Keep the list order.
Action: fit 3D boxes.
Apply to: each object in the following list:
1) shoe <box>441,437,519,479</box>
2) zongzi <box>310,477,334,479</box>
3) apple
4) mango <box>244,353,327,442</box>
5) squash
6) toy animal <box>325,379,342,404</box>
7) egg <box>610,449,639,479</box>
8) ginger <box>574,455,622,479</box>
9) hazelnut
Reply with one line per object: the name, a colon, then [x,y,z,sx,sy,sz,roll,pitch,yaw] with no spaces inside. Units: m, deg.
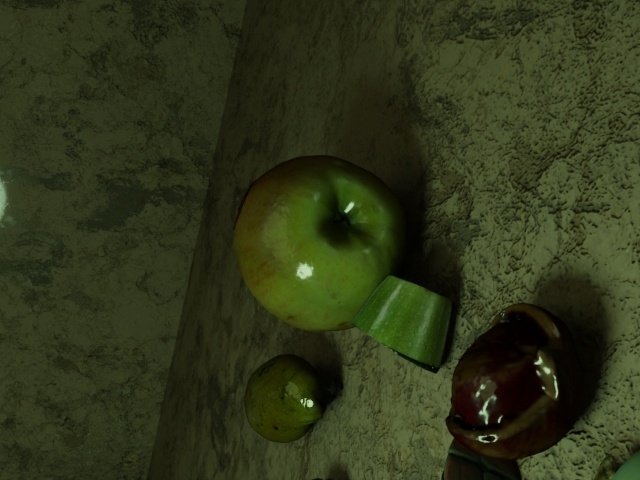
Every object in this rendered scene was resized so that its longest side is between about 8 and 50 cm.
shoe: [0.206,0.420,1.083,0.137,0.114,0.291,101,-177,-71]
zongzi: [-0.079,0.615,1.481,0.134,0.288,0.286,58,-156,-49]
apple: [0.000,0.000,1.441,0.305,0.338,0.339,161,118,-74]
mango: [-0.080,0.344,1.695,0.176,0.176,0.329,-49,-6,-23]
squash: [0.143,0.134,1.290,0.123,0.170,0.170,-67,22,-2]
toy animal: [0.022,0.322,1.655,0.084,0.028,0.050,-56,40,43]
egg: [0.340,0.311,0.660,0.203,0.202,0.283,130,149,-51]
ginger: [0.319,0.304,0.889,0.288,0.075,0.089,-44,64,48]
hazelnut: [0.247,0.180,0.989,0.170,0.160,0.202,-13,61,38]
